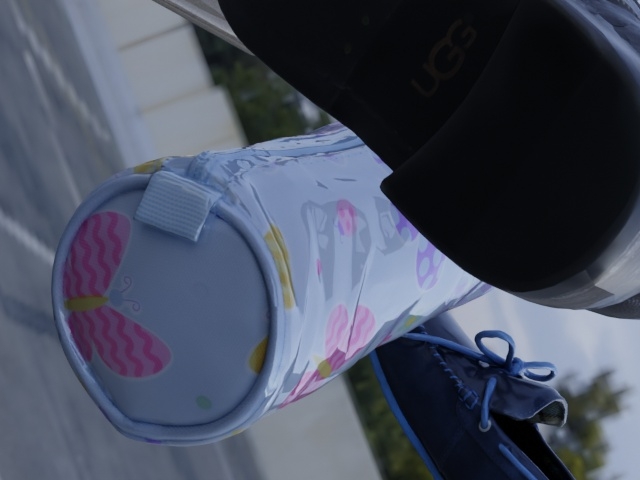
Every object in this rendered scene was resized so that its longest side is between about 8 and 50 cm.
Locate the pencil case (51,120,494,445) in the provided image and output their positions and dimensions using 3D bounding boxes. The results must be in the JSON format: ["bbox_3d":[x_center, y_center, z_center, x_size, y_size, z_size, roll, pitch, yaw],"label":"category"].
[{"bbox_3d":[0.000,0.000,0.796,0.113,0.124,0.273,37,29,17],"label":"pencil case"}]

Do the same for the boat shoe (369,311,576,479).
[{"bbox_3d":[0.116,0.116,1.071,0.258,0.089,0.109,58,24,17],"label":"boat shoe"}]

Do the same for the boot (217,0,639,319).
[{"bbox_3d":[0.095,-0.034,0.548,0.229,0.091,0.263,22,30,-43],"label":"boot"}]

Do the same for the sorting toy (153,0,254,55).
[{"bbox_3d":[-0.164,-0.238,1.066,0.307,0.041,0.229,24,32,-46],"label":"sorting toy"}]
